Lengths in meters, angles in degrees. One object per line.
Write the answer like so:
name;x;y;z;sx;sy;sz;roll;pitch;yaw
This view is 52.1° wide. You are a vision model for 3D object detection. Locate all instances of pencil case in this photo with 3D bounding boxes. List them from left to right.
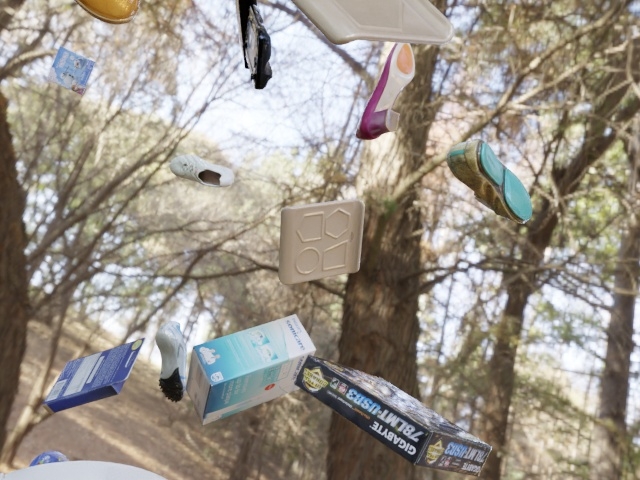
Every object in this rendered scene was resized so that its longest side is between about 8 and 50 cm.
pencil case;-0.692;0.635;1.710;0.306;0.133;0.119;-14;-72;58

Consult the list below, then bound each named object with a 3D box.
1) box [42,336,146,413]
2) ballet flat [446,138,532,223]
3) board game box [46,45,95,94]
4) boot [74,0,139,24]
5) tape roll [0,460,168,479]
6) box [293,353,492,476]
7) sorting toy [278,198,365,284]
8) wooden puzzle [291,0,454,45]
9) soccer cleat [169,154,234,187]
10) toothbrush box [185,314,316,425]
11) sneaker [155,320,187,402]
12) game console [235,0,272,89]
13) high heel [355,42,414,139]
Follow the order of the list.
box;-0.482;0.293;1.427;0.225;0.136;0.037;-20;-61;19
ballet flat;0.419;-0.143;1.637;0.123;0.123;0.348;-2;-24;38
board game box;-0.623;-0.425;1.639;0.090;0.090;0.020;22;7;-21
boot;-0.258;-0.419;0.728;0.211;0.104;0.295;-23;-88;52
tape roll;-0.425;0.516;1.143;0.391;0.072;0.392;-6;-47;-6
box;0.142;0.332;1.246;0.293;0.073;0.295;24;-5;39
sorting toy;0.000;0.000;1.541;0.208;0.193;0.038;-7;24;-25
wooden puzzle;0.045;-0.338;0.910;0.221;0.238;0.044;52;-45;22
soccer cleat;-0.317;-0.180;1.705;0.196;0.068;0.076;15;19;20
toothbrush box;-0.185;0.336;1.710;0.295;0.126;0.216;-15;-35;-30
sneaker;-0.396;0.332;1.787;0.085;0.086;0.237;8;-69;22
game console;-0.130;-0.406;1.226;0.043;0.361;0.213;-8;-54;-8
high heel;0.144;-0.347;1.513;0.082;0.244;0.117;17;-13;-38
